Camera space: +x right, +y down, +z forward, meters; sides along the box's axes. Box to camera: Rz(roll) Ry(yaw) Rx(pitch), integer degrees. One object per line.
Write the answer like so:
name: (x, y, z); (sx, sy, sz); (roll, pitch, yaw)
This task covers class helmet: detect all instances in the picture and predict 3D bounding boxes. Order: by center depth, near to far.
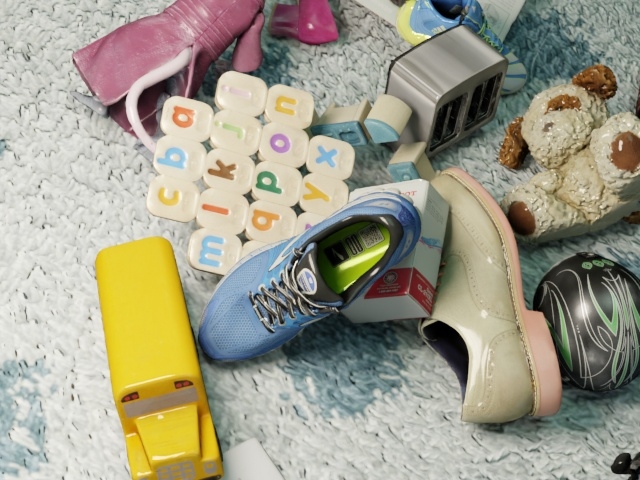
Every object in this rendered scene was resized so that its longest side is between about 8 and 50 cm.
helmet: (0.372, 0.114, 1.655); (0.169, 0.169, 0.161); (-6, 37, -15)

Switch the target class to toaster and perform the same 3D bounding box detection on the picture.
toaster: (0.183, -0.226, 1.861); (0.168, 0.186, 0.110); (-32, 59, -30)

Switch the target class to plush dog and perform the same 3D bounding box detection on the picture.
plush dog: (0.385, -0.132, 1.827); (0.210, 0.262, 0.225); (8, 53, -48)

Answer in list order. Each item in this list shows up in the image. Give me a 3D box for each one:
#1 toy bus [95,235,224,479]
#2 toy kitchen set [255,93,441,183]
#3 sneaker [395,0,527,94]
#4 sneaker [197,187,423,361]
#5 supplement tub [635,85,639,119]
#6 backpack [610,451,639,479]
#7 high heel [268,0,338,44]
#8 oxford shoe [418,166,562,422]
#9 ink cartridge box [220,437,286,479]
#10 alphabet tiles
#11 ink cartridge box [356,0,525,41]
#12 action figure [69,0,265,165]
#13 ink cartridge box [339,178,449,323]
toy bus: (-0.199, 0.148, 1.503); (0.108, 0.130, 0.333); (-12, 39, -7)
toy kitchen set: (0.045, -0.106, 1.821); (0.207, 0.166, 0.122); (-4, 41, 34)
sneaker: (0.237, -0.313, 1.945); (0.240, 0.126, 0.091); (24, 70, -13)
sneaker: (-0.025, 0.046, 1.555); (0.330, 0.147, 0.130); (-36, 90, 12)
supplement tub: (0.574, -0.261, 2.010); (0.106, 0.106, 0.198); (18, 51, 4)
backpack: (0.495, 0.365, 1.441); (0.276, 0.213, 0.263); (-10, 46, -10)
high heel: (0.000, -0.425, 2.041); (0.117, 0.082, 0.244); (11, 56, 11)
oxford shoe: (0.195, 0.064, 1.670); (0.146, 0.140, 0.397); (-11, 53, -9)
ink cartridge box: (-0.127, 0.423, 1.371); (0.330, 0.071, 0.324); (-25, 59, -23)
alphabet tiles: (-0.093, -0.084, 1.687); (0.278, 0.021, 0.284); (13, 75, -17)
ink cartridge box: (0.209, -0.481, 2.093); (0.308, 0.091, 0.385); (32, 68, -10)
action figure: (-0.190, -0.309, 1.780); (0.248, 0.275, 0.370); (44, 84, -19)
ink cartridge box: (0.094, 0.015, 1.670); (0.127, 0.072, 0.175); (-7, 56, 34)
